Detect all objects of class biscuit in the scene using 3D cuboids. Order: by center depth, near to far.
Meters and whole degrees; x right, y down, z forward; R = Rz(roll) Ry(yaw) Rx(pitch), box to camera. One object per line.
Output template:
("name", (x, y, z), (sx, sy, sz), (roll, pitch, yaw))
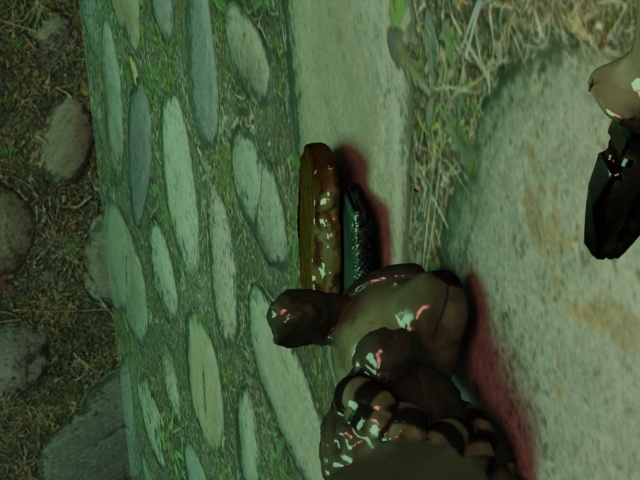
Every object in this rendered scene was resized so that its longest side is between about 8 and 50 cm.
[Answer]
("biscuit", (0.001, 0.000, 1.443), (0.228, 0.031, 0.176), (105, 160, -68))

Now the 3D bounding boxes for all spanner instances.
("spanner", (0.187, -0.097, 0.737), (0.325, 0.095, 0.040), (104, 153, -49))

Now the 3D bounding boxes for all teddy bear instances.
("teddy bear", (0.051, 0.096, 1.165), (0.144, 0.171, 0.251), (-51, 40, 40))

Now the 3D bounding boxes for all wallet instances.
("wallet", (0.037, 0.019, 1.379), (0.088, 0.026, 0.129), (-108, 14, -67))
